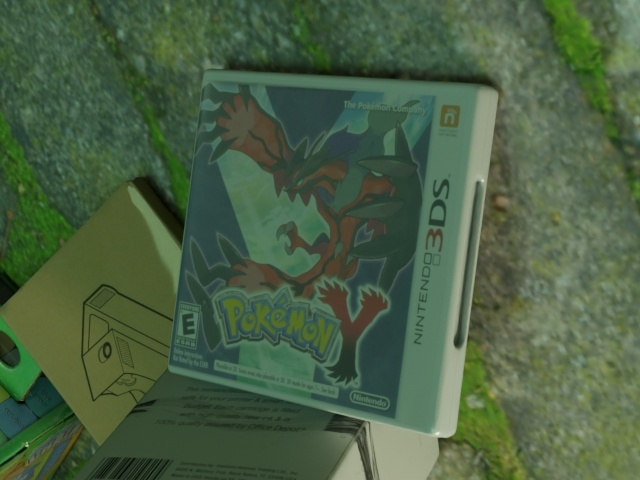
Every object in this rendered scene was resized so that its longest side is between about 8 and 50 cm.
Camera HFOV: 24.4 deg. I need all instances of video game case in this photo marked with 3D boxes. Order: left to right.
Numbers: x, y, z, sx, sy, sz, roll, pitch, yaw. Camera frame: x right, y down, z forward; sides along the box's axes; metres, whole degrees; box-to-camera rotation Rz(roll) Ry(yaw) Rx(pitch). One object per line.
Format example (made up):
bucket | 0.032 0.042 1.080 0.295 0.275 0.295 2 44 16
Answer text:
video game case | 0.000 0.000 0.820 0.201 0.023 0.183 8 92 40

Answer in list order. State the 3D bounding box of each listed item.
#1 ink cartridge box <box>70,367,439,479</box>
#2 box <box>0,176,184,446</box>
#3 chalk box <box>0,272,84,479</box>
ink cartridge box | -0.043 0.146 0.847 0.160 0.219 0.093 0 118 27
box | -0.113 0.082 1.007 0.164 0.021 0.201 -41 85 31
chalk box | -0.267 0.127 1.133 0.132 0.132 0.213 46 138 11
